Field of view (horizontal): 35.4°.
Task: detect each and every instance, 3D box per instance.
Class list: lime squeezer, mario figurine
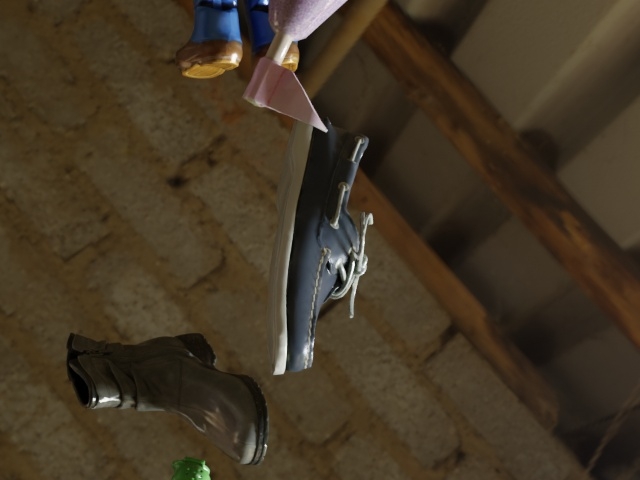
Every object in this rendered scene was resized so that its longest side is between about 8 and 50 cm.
[{"bbox_3d":[-0.188,0.365,1.455,0.310,0.059,0.110,-134,-138,-79],"label":"lime squeezer"},{"bbox_3d":[-0.101,-0.331,1.072,0.170,0.198,0.320,-5,-93,29],"label":"mario figurine"}]

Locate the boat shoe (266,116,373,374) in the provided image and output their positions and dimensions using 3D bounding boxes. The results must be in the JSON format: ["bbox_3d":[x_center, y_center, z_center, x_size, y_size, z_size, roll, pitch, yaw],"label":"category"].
[{"bbox_3d":[0.000,0.000,0.824,0.079,0.254,0.095,11,-44,-7],"label":"boat shoe"}]

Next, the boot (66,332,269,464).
[{"bbox_3d":[-0.166,0.162,1.024,0.246,0.161,0.083,30,-66,55],"label":"boot"}]

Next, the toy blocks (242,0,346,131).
[{"bbox_3d":[-0.069,-0.222,0.396,0.288,0.260,0.309,27,-5,5],"label":"toy blocks"}]
